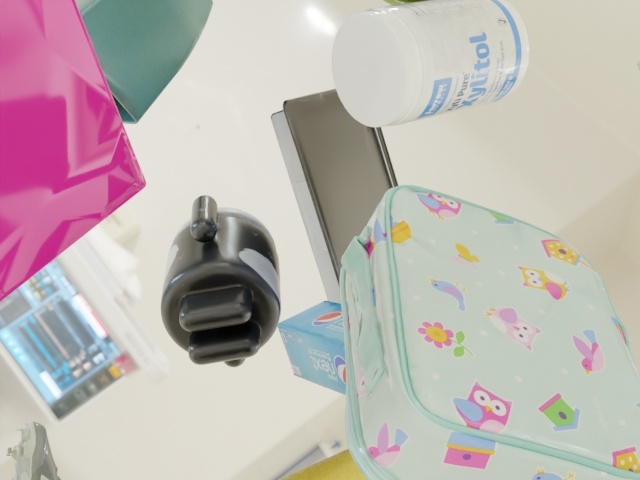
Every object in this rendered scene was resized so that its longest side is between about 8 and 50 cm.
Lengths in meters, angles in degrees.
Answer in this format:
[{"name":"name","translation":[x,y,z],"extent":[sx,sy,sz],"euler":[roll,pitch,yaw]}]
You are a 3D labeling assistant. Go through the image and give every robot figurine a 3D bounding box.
[{"name":"robot figurine","translation":[-0.147,0.065,1.347],"extent":[0.174,0.209,0.278],"euler":[25,25,-17]}]

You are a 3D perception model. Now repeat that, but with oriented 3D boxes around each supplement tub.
[{"name":"supplement tub","translation":[0.068,-0.111,0.560],"extent":[0.071,0.107,0.071],"euler":[28,-53,45]}]

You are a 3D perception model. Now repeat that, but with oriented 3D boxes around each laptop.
[{"name":"laptop","translation":[0.000,0.000,1.263],"extent":[0.408,0.236,0.381],"euler":[-6,-77,58]}]

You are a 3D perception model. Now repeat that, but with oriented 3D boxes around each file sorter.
[{"name":"file sorter","translation":[-0.307,-0.122,0.709],"extent":[0.182,0.202,0.290],"euler":[23,-37,35]}]

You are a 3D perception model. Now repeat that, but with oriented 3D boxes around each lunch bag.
[{"name":"lunch bag","translation":[0.122,0.083,0.717],"extent":[0.279,0.224,0.107],"euler":[-92,-160,-52]}]

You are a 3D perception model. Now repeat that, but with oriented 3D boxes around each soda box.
[{"name":"soda box","translation":[0.036,0.116,0.967],"extent":[0.210,0.071,0.067],"euler":[7,-62,62]}]

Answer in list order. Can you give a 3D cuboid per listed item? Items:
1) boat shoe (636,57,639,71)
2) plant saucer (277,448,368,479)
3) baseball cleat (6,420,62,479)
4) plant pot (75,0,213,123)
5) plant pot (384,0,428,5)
[{"name":"boat shoe","translation":[0.566,-0.165,1.279],"extent":[0.109,0.091,0.305],"euler":[0,54,-55]},{"name":"plant saucer","translation":[-0.068,0.354,0.942],"extent":[0.081,0.333,0.332],"euler":[55,-35,28]},{"name":"baseball cleat","translation":[-0.323,0.321,1.120],"extent":[0.072,0.110,0.205],"euler":[-3,-95,58]},{"name":"plant pot","translation":[-0.280,-0.310,1.331],"extent":[0.166,0.234,0.165],"euler":[10,-35,49]},{"name":"plant pot","translation":[0.229,-0.515,1.155],"extent":[0.366,0.353,0.366],"euler":[40,-36,39]}]
